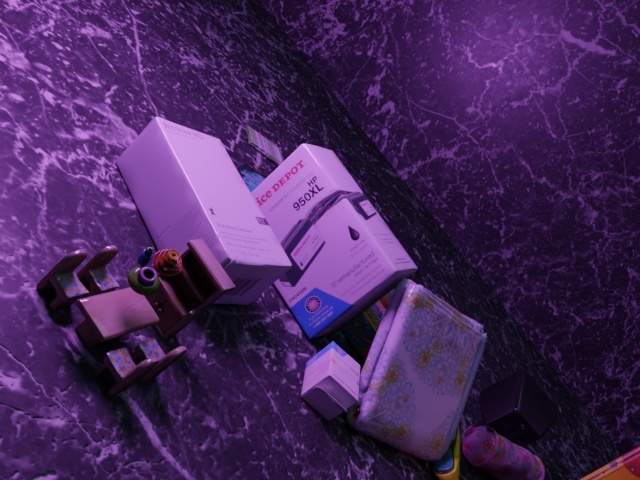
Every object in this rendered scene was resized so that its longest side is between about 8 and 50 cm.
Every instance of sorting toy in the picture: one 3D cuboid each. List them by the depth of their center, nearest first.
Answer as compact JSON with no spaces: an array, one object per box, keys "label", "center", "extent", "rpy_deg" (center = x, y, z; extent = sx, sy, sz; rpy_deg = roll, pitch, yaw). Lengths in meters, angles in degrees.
[{"label":"sorting toy","center":[-0.258,0.039,1.050],"extent":[0.061,0.042,0.102],"rpy_deg":[46,42,0]}]

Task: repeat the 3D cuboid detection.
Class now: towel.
[{"label":"towel","center":[0.238,0.315,1.604],"extent":[0.321,0.374,0.090],"rpy_deg":[33,-18,-33]},{"label":"towel","center":[-0.184,-0.308,2.205],"extent":[0.152,0.023,0.113],"rpy_deg":[33,24,-33]}]

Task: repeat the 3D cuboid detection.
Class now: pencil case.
[{"label":"pencil case","center":[0.523,0.623,1.903],"extent":[0.284,0.124,0.124],"rpy_deg":[35,25,-31]}]

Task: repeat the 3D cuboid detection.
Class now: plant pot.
[{"label":"plant pot","center":[0.633,0.569,2.164],"extent":[0.187,0.188,0.167],"rpy_deg":[49,33,-3]}]

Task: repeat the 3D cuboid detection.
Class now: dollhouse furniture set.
[{"label":"dollhouse furniture set","center":[-0.280,0.096,1.089],"extent":[0.212,0.161,0.242],"rpy_deg":[54,20,9]}]

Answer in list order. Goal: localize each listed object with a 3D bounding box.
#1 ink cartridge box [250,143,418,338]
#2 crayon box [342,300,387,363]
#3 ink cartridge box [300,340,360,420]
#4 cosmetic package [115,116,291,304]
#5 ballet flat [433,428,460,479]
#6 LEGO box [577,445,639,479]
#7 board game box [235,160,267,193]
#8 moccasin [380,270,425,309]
[{"label":"ink cartridge box","center":[0.000,0.000,1.660],"extent":[0.394,0.285,0.166],"rpy_deg":[55,21,16]},{"label":"crayon box","center":[0.119,0.211,1.831],"extent":[0.278,0.081,0.165],"rpy_deg":[56,21,18]},{"label":"ink cartridge box","center":[0.023,0.310,1.447],"extent":[0.092,0.090,0.143],"rpy_deg":[44,22,-14]},{"label":"cosmetic package","center":[-0.252,-0.059,1.427],"extent":[0.217,0.156,0.384],"rpy_deg":[9,46,-58]},{"label":"ballet flat","center":[0.326,0.546,1.714],"extent":[0.231,0.077,0.077],"rpy_deg":[-65,135,-65]},{"label":"LEGO box","center":[0.578,0.690,1.351],"extent":[0.193,0.500,0.372],"rpy_deg":[16,39,-56]},{"label":"board game box","center":[-0.195,-0.164,1.914],"extent":[0.126,0.026,0.186],"rpy_deg":[50,20,-3]},{"label":"moccasin","center":[0.229,0.158,2.102],"extent":[0.139,0.147,0.380],"rpy_deg":[64,16,-3]}]
